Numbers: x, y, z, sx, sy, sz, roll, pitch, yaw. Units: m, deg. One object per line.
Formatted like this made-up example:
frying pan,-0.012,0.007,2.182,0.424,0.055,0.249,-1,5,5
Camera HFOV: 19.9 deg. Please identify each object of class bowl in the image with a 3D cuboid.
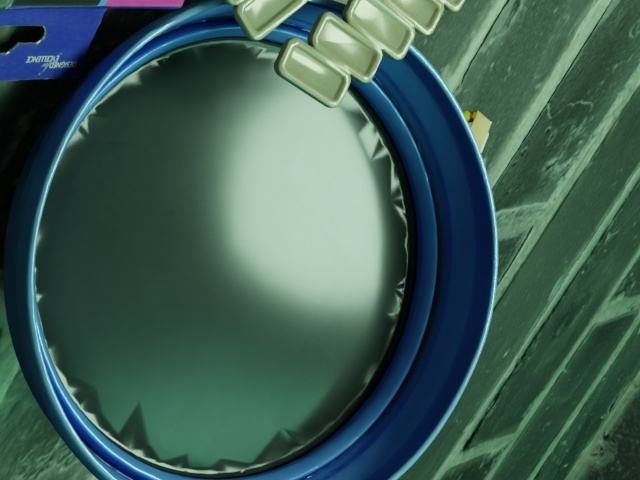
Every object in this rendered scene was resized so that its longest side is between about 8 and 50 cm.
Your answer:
bowl,-0.047,0.016,1.321,0.391,0.077,0.391,-3,96,-32

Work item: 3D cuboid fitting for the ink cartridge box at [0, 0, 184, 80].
ink cartridge box,-0.113,-0.239,1.081,0.176,0.069,0.371,-12,137,-58

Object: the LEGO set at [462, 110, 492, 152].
LEGO set,0.065,-0.011,1.811,0.287,0.107,0.132,-61,-169,14

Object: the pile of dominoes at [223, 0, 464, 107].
pile of dominoes,0.020,-0.224,1.299,0.251,0.040,0.196,-41,112,-24

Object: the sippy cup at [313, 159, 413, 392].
sippy cup,0.000,0.000,1.515,0.224,0.240,0.305,-62,-177,0
